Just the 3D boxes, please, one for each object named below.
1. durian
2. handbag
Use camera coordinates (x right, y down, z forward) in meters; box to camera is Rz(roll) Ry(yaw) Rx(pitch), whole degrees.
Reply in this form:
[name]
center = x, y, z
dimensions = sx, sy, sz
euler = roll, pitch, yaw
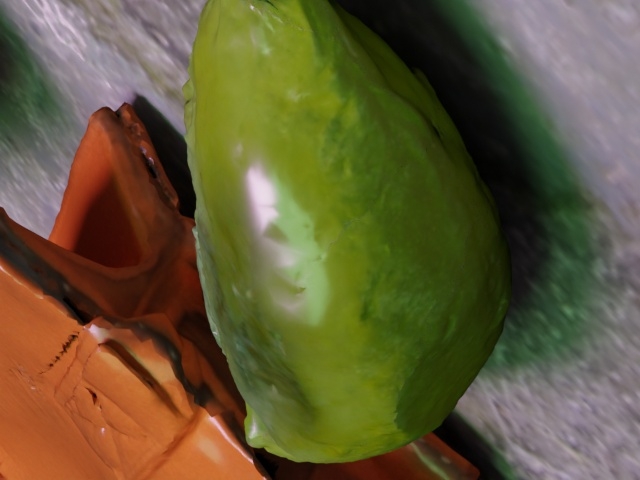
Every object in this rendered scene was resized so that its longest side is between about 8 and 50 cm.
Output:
[durian]
center = 0.000, 0.000, 0.696
dimensions = 0.139, 0.101, 0.250
euler = 35, 152, 25
[handbag]
center = -0.019, 0.154, 0.933
dimensions = 0.410, 0.116, 0.303
euler = 45, 155, 3
